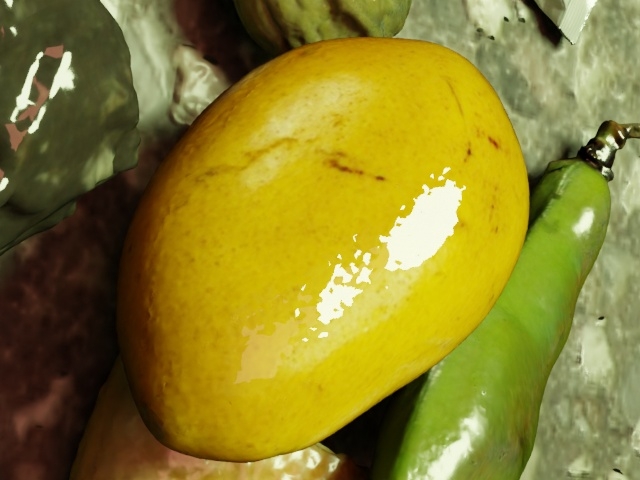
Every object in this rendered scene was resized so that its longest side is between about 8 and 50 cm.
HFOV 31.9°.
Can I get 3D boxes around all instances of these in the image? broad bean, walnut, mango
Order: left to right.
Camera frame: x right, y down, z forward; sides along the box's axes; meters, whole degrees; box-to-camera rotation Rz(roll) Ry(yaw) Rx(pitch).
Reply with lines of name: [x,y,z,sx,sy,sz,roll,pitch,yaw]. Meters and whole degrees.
mango: [0.000,0.000,0.454,0.145,0.112,0.219,39,52,5]
walnut: [0.001,-0.121,0.522,0.092,0.092,0.092,2,85,-28]
broad bean: [0.093,0.039,0.543,0.067,0.075,0.325,25,49,11]

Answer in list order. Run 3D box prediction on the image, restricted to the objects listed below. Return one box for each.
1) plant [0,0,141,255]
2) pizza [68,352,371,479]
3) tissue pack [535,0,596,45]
plant: [-0.185,-0.046,0.352,0.234,0.204,0.178,-28,113,-36]
pizza: [-0.021,0.211,0.487,0.182,0.074,0.366,-19,92,-26]
tissue pack: [0.100,-0.213,0.611,0.193,0.026,0.123,36,70,-21]
